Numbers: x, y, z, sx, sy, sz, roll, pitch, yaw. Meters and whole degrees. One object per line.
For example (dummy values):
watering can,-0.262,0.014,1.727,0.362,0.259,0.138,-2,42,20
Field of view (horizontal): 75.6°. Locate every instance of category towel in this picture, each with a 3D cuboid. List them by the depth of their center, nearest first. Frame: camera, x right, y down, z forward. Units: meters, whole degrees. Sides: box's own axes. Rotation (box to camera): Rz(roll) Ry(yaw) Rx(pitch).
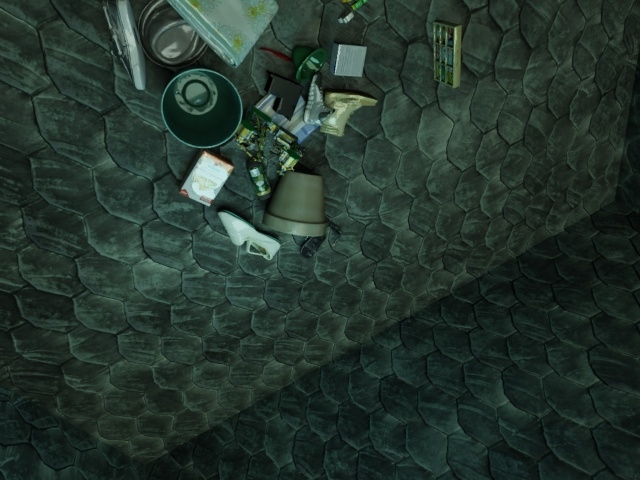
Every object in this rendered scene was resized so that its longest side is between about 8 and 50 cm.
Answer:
towel,-0.347,-0.866,1.460,0.374,0.090,0.321,42,74,-39
towel,-0.149,-0.566,1.879,0.209,0.034,0.285,-42,131,5

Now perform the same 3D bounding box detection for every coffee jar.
coffee jar,-0.292,-0.289,1.969,0.079,0.096,0.185,-20,130,-6

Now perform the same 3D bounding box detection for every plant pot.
plant pot,-0.475,-0.544,1.615,0.292,0.235,0.293,-12,128,-17
plant pot,-0.107,-0.196,2.010,0.322,0.323,0.281,3,106,-26

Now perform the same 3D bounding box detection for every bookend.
bookend,-0.177,-0.614,1.758,0.156,0.072,0.157,9,118,-32

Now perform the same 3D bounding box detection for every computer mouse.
computer mouse,0.000,0.000,2.333,0.184,0.060,0.262,31,95,-33

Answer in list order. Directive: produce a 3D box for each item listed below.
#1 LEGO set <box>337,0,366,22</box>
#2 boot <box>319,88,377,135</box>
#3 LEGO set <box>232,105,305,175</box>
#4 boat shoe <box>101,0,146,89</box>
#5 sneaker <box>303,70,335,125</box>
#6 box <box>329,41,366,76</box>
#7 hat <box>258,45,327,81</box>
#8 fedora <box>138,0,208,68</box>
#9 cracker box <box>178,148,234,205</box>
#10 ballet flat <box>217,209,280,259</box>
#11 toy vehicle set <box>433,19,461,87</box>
LEGO set,0.163,-0.989,1.676,0.227,0.093,0.087,-39,130,6
boot,0.129,-0.595,1.940,0.261,0.095,0.204,-3,124,-20
LEGO set,-0.252,-0.400,1.789,0.331,0.255,0.192,24,129,-28
boat shoe,-0.708,-0.700,1.486,0.102,0.108,0.301,-5,125,-6
sneaker,0.011,-0.619,1.831,0.132,0.086,0.229,17,110,6
box,0.119,-0.794,1.809,0.137,0.072,0.126,-5,125,-22
hat,-0.099,-0.797,1.740,0.173,0.183,0.208,-46,173,26
fedora,-0.524,-0.751,1.510,0.275,0.124,0.244,-33,136,0
cracker box,-0.523,-0.289,1.885,0.155,0.067,0.232,25,111,-35
ballet flat,-0.365,-0.012,2.094,0.139,0.139,0.400,-46,131,12
toy vehicle set,0.584,-0.861,1.908,0.035,0.166,0.267,-21,129,-10
